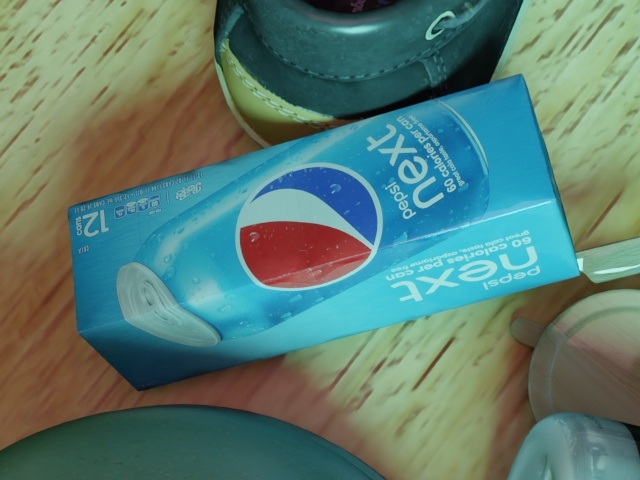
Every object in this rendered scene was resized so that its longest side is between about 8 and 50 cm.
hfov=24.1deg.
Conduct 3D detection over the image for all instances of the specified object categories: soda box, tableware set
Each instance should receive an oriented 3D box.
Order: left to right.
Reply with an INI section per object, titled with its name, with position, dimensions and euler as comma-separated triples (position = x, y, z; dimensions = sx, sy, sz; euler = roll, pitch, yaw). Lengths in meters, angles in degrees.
[soda box]
position = 0.000, 0.000, 0.658
dimensions = 0.210, 0.071, 0.067
euler = -16, 59, 10
[tableware set]
position = 0.189, 0.051, 0.679
dimensions = 0.194, 0.039, 0.128
euler = -14, 92, 5

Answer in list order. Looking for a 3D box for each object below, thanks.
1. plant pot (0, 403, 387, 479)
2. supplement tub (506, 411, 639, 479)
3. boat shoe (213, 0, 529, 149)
[plant pot]
position = -0.069, 0.196, 0.576
dimensions = 0.293, 0.196, 0.293
euler = -1, 76, 3
[supplement tub]
position = 0.171, 0.143, 0.609
dimensions = 0.190, 0.117, 0.117
euler = 13, 77, -6
[boat shoe]
position = 0.069, -0.274, 0.705
dimensions = 0.187, 0.156, 0.500
euler = 16, 76, 8
